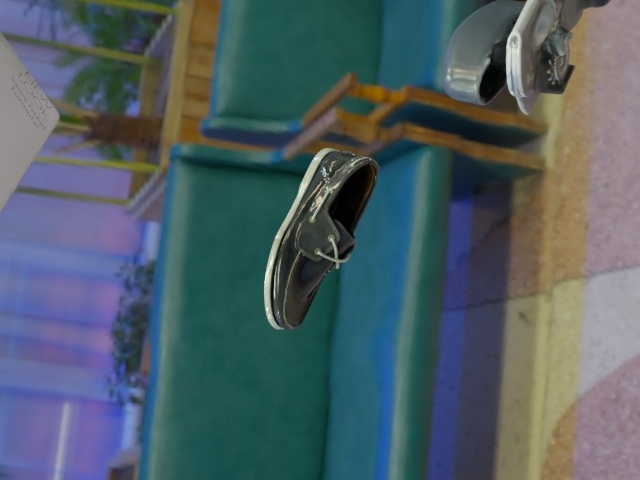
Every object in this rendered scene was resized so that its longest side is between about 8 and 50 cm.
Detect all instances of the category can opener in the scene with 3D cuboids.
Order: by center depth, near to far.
[{"bbox_3d":[0.166,-0.207,0.871,0.283,0.095,0.076,-63,-31,-30],"label":"can opener"}]

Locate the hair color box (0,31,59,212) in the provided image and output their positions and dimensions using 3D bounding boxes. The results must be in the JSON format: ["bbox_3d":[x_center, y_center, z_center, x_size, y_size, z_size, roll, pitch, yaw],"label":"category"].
[{"bbox_3d":[-0.227,-0.051,0.494,0.110,0.185,0.339,-30,20,9],"label":"hair color box"}]

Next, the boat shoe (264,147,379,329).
[{"bbox_3d":[0.000,0.000,1.456,0.079,0.084,0.233,15,77,35],"label":"boat shoe"}]
